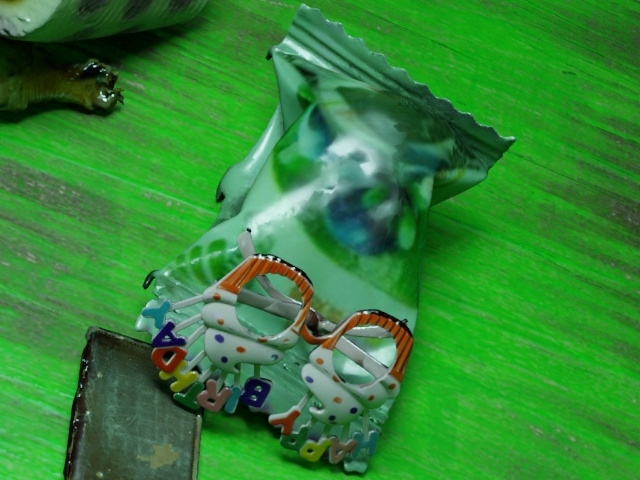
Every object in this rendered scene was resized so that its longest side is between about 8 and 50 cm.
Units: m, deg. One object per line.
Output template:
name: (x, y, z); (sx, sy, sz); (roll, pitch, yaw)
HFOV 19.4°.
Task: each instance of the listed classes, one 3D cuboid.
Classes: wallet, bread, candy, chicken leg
wallet: (-0.161, 0.184, 1.605); (0.122, 0.031, 0.232); (19, 46, -17)
bread: (-0.248, -0.283, 1.841); (0.187, 0.155, 0.338); (39, 19, 11)
candy: (0.002, -0.003, 1.776); (0.263, 0.172, 0.398); (26, 55, -1)
chicken leg: (-0.296, -0.171, 1.828); (0.228, 0.088, 0.103); (2, 19, -42)

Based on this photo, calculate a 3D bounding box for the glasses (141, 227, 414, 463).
glasses: (-0.038, 0.096, 1.657); (0.255, 0.162, 0.095); (29, 10, -16)
